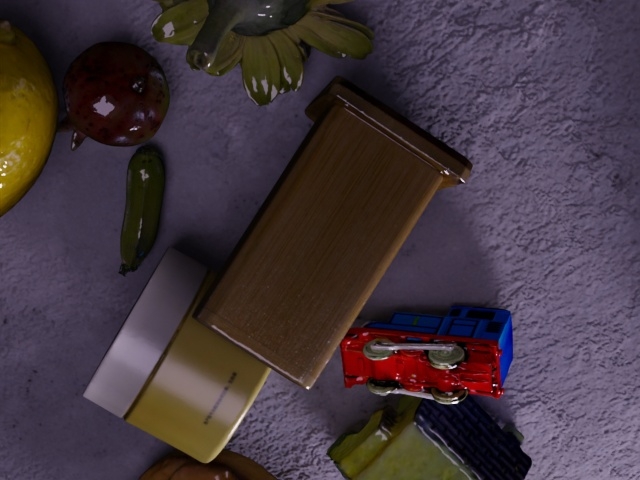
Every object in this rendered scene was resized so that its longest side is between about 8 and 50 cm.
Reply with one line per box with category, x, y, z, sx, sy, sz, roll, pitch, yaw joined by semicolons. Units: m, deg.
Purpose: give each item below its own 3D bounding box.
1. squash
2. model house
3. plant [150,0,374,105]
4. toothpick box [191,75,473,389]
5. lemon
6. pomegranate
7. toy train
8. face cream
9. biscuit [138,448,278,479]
squash;-0.229;-0.035;1.713;0.052;0.052;0.183;15;115;3
model house;0.146;0.284;1.770;0.211;0.170;0.194;-44;95;-5
plant;-0.092;-0.301;1.499;0.306;0.297;0.261;-45;70;39
toothpick box;0.000;0.000;1.545;0.187;0.190;0.308;33;83;-8
lemon;-0.442;-0.137;1.593;0.284;0.260;0.260;-24;108;29
pomegranate;-0.262;-0.172;1.620;0.159;0.129;0.129;-9;112;23
toy train;0.136;0.141;1.698;0.204;0.131;0.082;4;121;20
face cream;-0.167;0.144;1.691;0.179;0.218;0.218;30;115;-6
biscuit;-0.141;0.425;1.848;0.296;0.102;0.296;4;99;27
